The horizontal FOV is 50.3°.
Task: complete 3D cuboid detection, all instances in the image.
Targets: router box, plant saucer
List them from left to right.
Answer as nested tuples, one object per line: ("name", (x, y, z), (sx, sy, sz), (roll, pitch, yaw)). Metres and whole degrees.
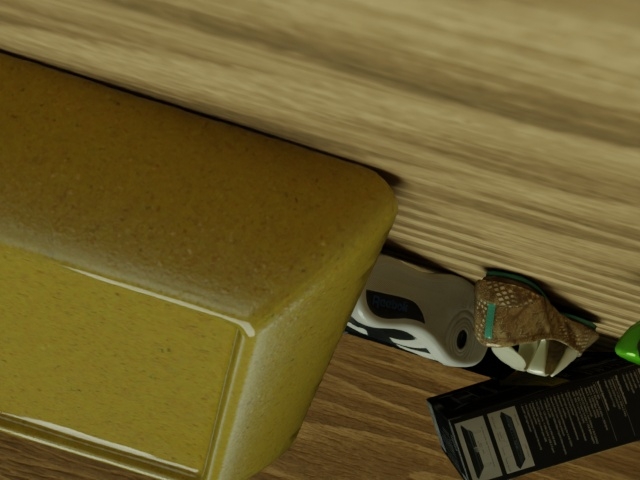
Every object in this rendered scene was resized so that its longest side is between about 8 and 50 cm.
("plant saucer", (-0.156, 0.053, 0.437), (0.333, 0.081, 0.332), (17, 139, -1))
("router box", (0.270, 0.211, 0.855), (0.243, 0.081, 0.309), (-18, 170, 2))

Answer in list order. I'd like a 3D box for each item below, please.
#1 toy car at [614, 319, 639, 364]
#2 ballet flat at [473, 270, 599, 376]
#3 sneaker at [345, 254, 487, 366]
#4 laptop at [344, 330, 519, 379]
("toy car", (0.256, 0.060, 0.325), (0.239, 0.053, 0.225), (24, 171, -38))
("ballet flat", (0.185, 0.082, 0.595), (0.073, 0.067, 0.206), (10, 170, 43))
("sneaker", (0.061, 0.058, 0.637), (0.121, 0.079, 0.217), (5, 163, 45))
("laptop", (0.149, 0.082, 0.900), (0.234, 0.136, 0.264), (19, -162, -6))
